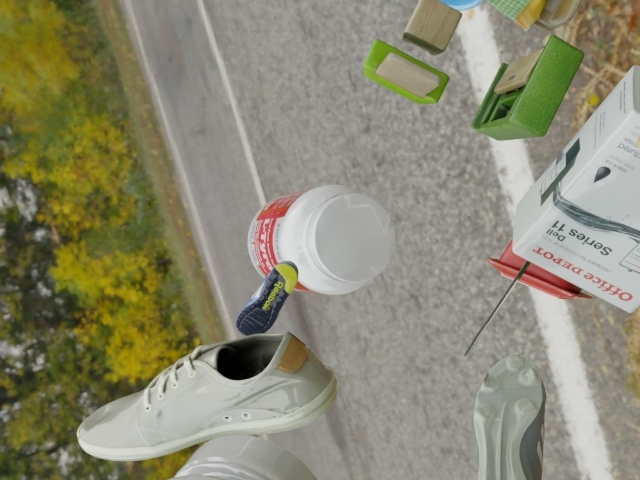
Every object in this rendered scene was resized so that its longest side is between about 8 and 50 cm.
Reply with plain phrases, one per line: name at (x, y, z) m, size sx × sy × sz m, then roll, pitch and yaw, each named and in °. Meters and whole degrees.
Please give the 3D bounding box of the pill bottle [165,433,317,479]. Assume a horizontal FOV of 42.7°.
pill bottle at (-0.102, 0.276, 0.591) m, size 0.283 × 0.161 × 0.161 m, roll -51°, pitch -47°, yaw -61°

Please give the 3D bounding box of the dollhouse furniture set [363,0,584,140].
dollhouse furniture set at (0.198, -0.284, 0.891) m, size 0.301 × 0.197 × 0.151 m, roll -64°, pitch 6°, yaw 0°

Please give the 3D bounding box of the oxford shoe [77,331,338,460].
oxford shoe at (-0.190, 0.228, 1.237) m, size 0.130 × 0.449 × 0.169 m, roll 63°, pitch -153°, yaw -21°

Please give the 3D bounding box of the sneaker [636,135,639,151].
sneaker at (0.289, -0.074, 0.646) m, size 0.037 × 0.083 × 0.032 m, roll 83°, pitch -178°, yaw -76°

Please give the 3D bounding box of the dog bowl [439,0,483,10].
dog bowl at (0.141, -0.430, 1.162) m, size 0.166 × 0.297 × 0.074 m, roll 6°, pitch 71°, yaw 50°

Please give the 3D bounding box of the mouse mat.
mouse mat at (0.232, 0.061, 1.007) m, size 0.007 × 0.189 × 0.152 m, roll 35°, pitch -177°, yaw 14°

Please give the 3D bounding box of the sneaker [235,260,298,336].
sneaker at (-0.078, 0.089, 1.259) m, size 0.053 × 0.144 × 0.059 m, roll 37°, pitch -161°, yaw -6°

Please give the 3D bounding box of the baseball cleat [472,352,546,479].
baseball cleat at (0.189, 0.219, 0.813) m, size 0.109 × 0.072 × 0.206 m, roll 63°, pitch -145°, yaw -42°

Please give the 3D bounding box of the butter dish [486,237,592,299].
butter dish at (0.374, 0.023, 1.333) m, size 0.160 × 0.160 × 0.118 m, roll 23°, pitch 97°, yaw 28°

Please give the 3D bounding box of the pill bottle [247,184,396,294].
pill bottle at (0.000, 0.000, 1.750) m, size 0.408 × 0.229 × 0.229 m, roll -5°, pitch 103°, yaw 70°

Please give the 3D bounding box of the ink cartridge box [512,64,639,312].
ink cartridge box at (0.308, -0.042, 0.809) m, size 0.208 × 0.153 × 0.087 m, roll -60°, pitch 5°, yaw 45°
